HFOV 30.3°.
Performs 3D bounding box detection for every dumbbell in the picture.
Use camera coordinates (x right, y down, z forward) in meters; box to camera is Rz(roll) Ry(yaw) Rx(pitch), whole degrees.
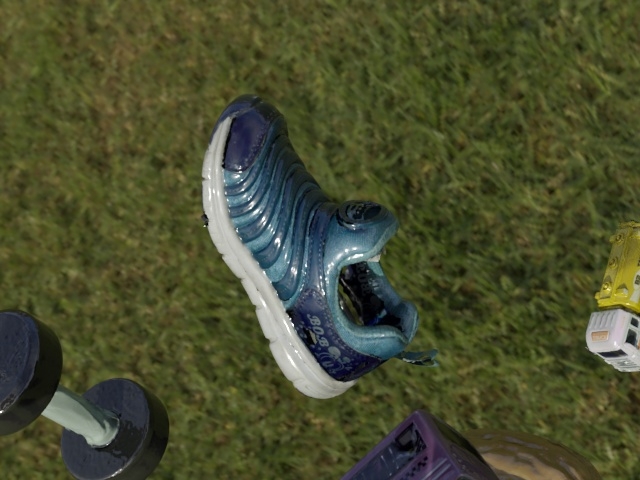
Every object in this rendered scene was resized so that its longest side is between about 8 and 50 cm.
[{"bbox_3d":[-0.215,0.137,0.984,0.100,0.191,0.100,-14,57,22],"label":"dumbbell"}]

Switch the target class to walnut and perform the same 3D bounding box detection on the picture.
[{"bbox_3d":[0.187,0.307,1.236,0.261,0.225,0.225,-9,61,44],"label":"walnut"}]

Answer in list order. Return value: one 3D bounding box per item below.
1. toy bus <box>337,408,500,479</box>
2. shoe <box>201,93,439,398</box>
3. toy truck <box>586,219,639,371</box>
[{"bbox_3d":[0.038,0.203,0.782,0.178,0.087,0.098,-45,39,9],"label":"toy bus"},{"bbox_3d":[0.000,0.000,0.742,0.106,0.207,0.091,-19,17,29],"label":"shoe"},{"bbox_3d":[0.495,0.088,1.880,0.098,0.114,0.227,-17,50,62],"label":"toy truck"}]
